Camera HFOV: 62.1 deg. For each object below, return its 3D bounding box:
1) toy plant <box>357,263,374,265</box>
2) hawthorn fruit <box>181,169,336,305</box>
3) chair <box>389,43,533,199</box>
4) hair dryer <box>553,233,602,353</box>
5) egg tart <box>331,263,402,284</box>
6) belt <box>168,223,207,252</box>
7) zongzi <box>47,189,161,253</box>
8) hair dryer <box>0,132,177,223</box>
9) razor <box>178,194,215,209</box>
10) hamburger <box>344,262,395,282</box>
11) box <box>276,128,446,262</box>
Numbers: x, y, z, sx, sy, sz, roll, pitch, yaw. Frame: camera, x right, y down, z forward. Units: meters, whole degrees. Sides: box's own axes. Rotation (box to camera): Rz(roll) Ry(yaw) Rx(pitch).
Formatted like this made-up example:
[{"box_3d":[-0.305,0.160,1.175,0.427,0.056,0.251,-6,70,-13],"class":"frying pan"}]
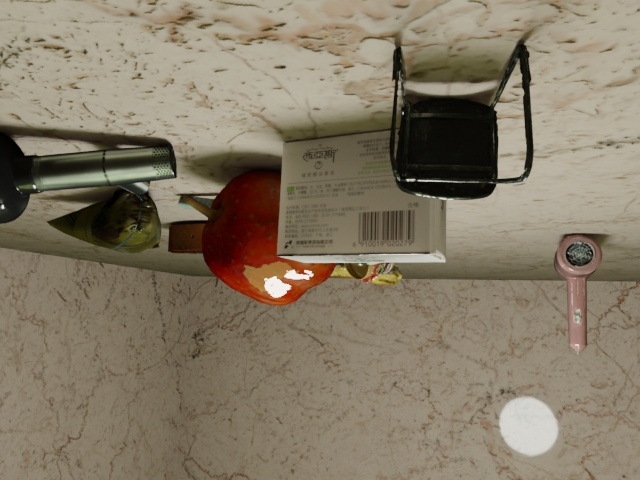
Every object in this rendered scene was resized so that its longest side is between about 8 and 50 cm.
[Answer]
[{"box_3d":[0.145,0.004,1.445,0.243,0.113,0.232,-11,-172,13],"class":"toy plant"},{"box_3d":[-0.127,-0.021,1.076,0.330,0.287,0.287,24,162,-29],"class":"hawthorn fruit"},{"box_3d":[0.153,-0.118,0.639,0.140,0.145,0.221,2,173,7],"class":"chair"},{"box_3d":[0.788,0.168,1.623,0.125,0.353,0.210,-2,169,21],"class":"hair dryer"},{"box_3d":[0.129,0.078,1.936,0.351,0.150,0.352,7,175,1],"class":"egg tart"},{"box_3d":[-0.382,0.002,1.742,0.261,0.105,0.184,-2,172,26],"class":"belt"},{"box_3d":[-0.562,-0.053,1.348,0.299,0.139,0.286,7,168,-12],"class":"zongzi"},{"box_3d":[-0.431,-0.095,0.991,0.320,0.156,0.284,-4,163,-15],"class":"hair dryer"},{"box_3d":[-0.213,-0.076,1.282,0.277,0.111,0.056,10,161,10],"class":"razor"},{"box_3d":[0.161,0.044,1.662,0.136,0.175,0.175,-6,177,-31],"class":"hamburger"},{"box_3d":[0.067,-0.064,0.854,0.260,0.195,0.111,-1,171,28],"class":"box"}]
